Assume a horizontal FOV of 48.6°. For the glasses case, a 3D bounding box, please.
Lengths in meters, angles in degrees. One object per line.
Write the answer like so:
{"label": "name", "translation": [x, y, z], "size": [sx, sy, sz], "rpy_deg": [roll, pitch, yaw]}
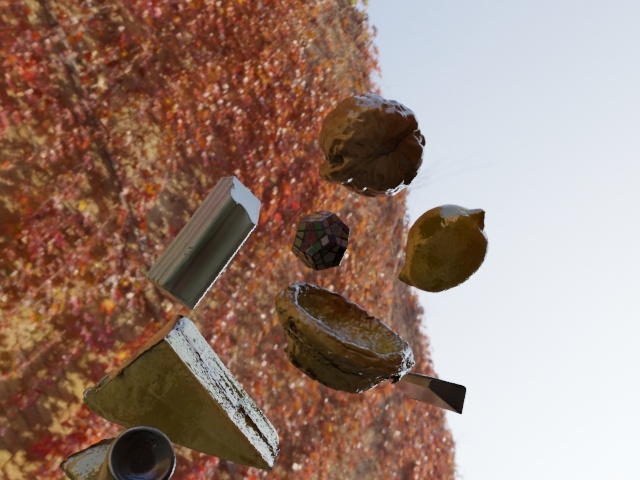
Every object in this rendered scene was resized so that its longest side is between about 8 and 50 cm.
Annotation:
{"label": "glasses case", "translation": [0.239, 0.328, 1.623], "size": [0.105, 0.056, 0.266], "rpy_deg": [41, -14, -10]}

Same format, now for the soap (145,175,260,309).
{"label": "soap", "translation": [-0.241, 0.001, 1.524], "size": [0.095, 0.289, 0.173], "rpy_deg": [41, -14, -22]}

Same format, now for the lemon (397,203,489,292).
{"label": "lemon", "translation": [0.278, 0.019, 1.581], "size": [0.187, 0.187, 0.244], "rpy_deg": [43, -79, -7]}

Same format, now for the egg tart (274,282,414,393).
{"label": "egg tart", "translation": [0.031, 0.185, 1.269], "size": [0.294, 0.294, 0.123], "rpy_deg": [30, -79, 3]}

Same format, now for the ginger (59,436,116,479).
{"label": "ginger", "translation": [-0.423, 0.487, 1.445], "size": [0.115, 0.193, 0.122], "rpy_deg": [31, -60, 35]}

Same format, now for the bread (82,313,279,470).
{"label": "bread", "translation": [-0.205, 0.269, 1.075], "size": [0.163, 0.167, 0.264], "rpy_deg": [-38, -88, 4]}

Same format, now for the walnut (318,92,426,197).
{"label": "walnut", "translation": [0.102, -0.199, 1.513], "size": [0.257, 0.257, 0.224], "rpy_deg": [-26, -72, 34]}

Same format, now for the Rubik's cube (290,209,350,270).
{"label": "Rubik's cube", "translation": [0.000, 0.000, 1.252], "size": [0.111, 0.093, 0.111], "rpy_deg": [-14, -47, -15]}

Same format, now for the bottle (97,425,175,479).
{"label": "bottle", "translation": [-0.257, 0.331, 0.933], "size": [0.082, 0.082, 0.286], "rpy_deg": [33, -41, 0]}
